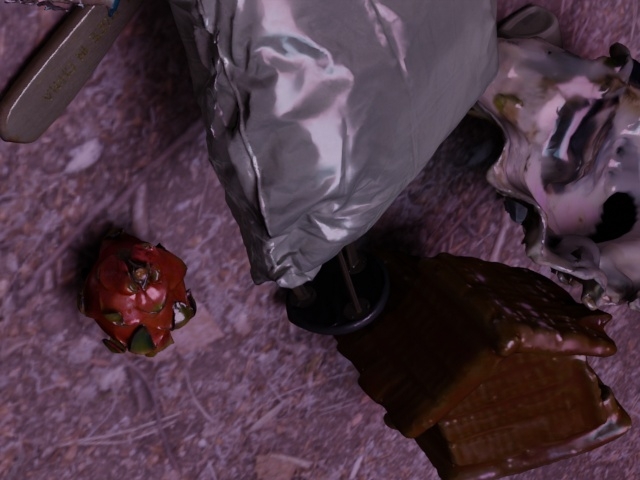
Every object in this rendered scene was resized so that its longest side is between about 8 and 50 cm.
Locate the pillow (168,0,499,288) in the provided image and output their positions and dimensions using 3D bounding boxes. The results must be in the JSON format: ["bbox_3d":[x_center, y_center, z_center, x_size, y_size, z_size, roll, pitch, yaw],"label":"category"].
[{"bbox_3d":[0.018,-0.162,1.137,0.310,0.138,0.283,-45,132,-35],"label":"pillow"}]

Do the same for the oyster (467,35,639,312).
[{"bbox_3d":[0.238,-0.052,1.409,0.351,0.115,0.238,2,80,-59],"label":"oyster"}]

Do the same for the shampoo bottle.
[{"bbox_3d":[0.192,-0.111,1.469,0.072,0.049,0.212,-38,140,-33],"label":"shampoo bottle"}]

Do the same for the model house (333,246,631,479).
[{"bbox_3d":[0.134,0.088,1.416,0.219,0.199,0.229,-25,138,-4],"label":"model house"}]

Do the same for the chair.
[{"bbox_3d":[-0.001,-0.001,1.319,0.104,0.095,0.221,-30,139,-9],"label":"chair"}]

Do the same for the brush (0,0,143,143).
[{"bbox_3d":[-0.112,-0.200,1.105,0.336,0.020,0.085,-52,143,0],"label":"brush"}]

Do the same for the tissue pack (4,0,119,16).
[{"bbox_3d":[-0.171,-0.277,0.843,0.134,0.192,0.271,-7,123,-45],"label":"tissue pack"}]

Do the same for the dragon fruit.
[{"bbox_3d":[-0.137,0.046,1.227,0.086,0.081,0.116,-43,145,-9],"label":"dragon fruit"}]
